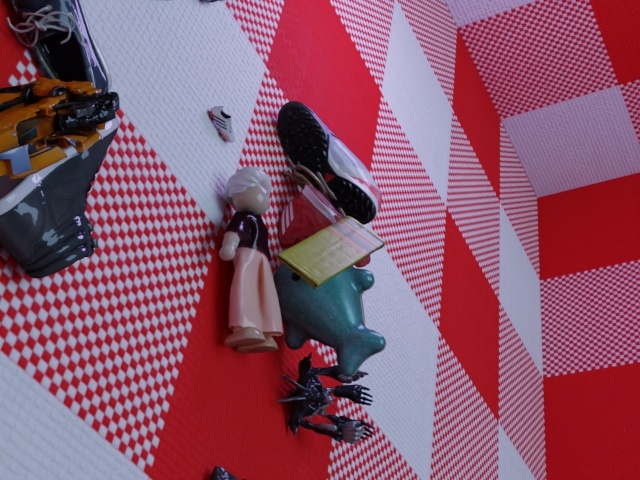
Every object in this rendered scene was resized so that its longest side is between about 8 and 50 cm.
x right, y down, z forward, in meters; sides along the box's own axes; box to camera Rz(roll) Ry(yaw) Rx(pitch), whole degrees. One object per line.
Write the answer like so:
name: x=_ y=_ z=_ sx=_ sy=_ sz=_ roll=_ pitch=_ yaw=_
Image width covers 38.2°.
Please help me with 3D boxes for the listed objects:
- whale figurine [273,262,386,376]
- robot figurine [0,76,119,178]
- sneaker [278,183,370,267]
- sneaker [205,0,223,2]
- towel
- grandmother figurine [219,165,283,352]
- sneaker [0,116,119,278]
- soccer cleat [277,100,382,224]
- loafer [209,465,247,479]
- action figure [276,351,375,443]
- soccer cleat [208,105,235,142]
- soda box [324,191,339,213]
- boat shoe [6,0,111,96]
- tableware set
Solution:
whale figurine: x=0.009 y=0.126 z=1.754 sx=0.272 sy=0.216 sz=0.141 roll=55 pitch=7 yaw=37
robot figurine: x=-0.383 y=-0.135 z=1.145 sx=0.291 sy=0.211 sz=0.085 roll=-43 pitch=137 yaw=-58
sneaker: x=0.000 y=0.000 z=1.900 sx=0.221 sy=0.128 sz=0.087 roll=53 pitch=13 yaw=29
sneaker: x=-0.231 y=-0.545 z=1.820 sx=0.166 sy=0.065 sz=0.076 roll=64 pitch=31 yaw=-20
towel: x=0.024 y=0.019 z=1.751 sx=0.237 sy=0.102 sz=0.021 roll=-29 pitch=148 yaw=-49
grandmother figurine: x=-0.124 y=0.028 z=1.689 sx=0.208 sy=0.104 sz=0.342 roll=69 pitch=17 yaw=-70
sneaker: x=-0.349 y=-0.059 z=1.276 sx=0.146 sy=0.105 sz=0.295 roll=67 pitch=31 yaw=-26
soccer cleat: x=0.023 y=-0.179 z=2.046 sx=0.318 sy=0.109 sz=0.116 roll=51 pitch=30 yaw=-9
loafer: x=-0.125 y=0.422 z=1.526 sx=0.170 sy=0.062 sz=0.061 roll=47 pitch=33 yaw=-48
action figure: x=0.028 y=0.313 z=1.811 sx=0.276 sy=0.141 sz=0.164 roll=31 pitch=61 yaw=-58
soccer cleat: x=-0.182 y=-0.223 z=1.777 sx=0.083 sy=0.036 sz=0.029 roll=59 pitch=29 yaw=-30
soda box: x=0.056 y=-0.116 z=2.187 sx=0.061 sy=0.058 sz=0.181 roll=68 pitch=27 yaw=-13
boat shoe: x=-0.386 y=-0.302 z=1.332 sx=0.079 sy=0.095 sz=0.254 roll=-85 pitch=160 yaw=-57
tableware set: x=-0.008 y=-0.084 z=2.015 sx=0.039 sy=0.128 sz=0.194 roll=-44 pitch=128 yaw=-14
